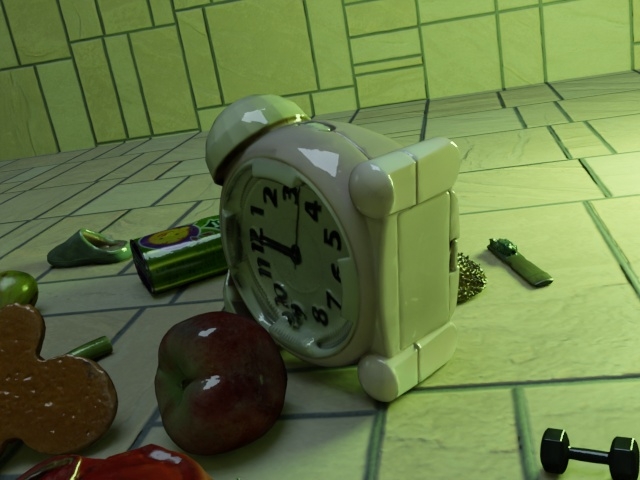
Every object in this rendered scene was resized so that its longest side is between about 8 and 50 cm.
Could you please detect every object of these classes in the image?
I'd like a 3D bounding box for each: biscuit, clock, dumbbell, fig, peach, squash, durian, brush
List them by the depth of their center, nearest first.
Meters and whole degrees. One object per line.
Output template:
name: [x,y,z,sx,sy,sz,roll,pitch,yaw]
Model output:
dumbbell: [0.239,0.192,0.640,0.083,0.040,0.036,0,-12,29]
peach: [-0.102,0.153,0.791,0.152,0.152,0.152,-9,18,3]
biscuit: [-0.394,0.172,0.837,0.323,0.206,0.049,8,-22,1]
clock: [0.000,0.000,0.884,0.325,0.342,0.184,16,25,39]
squash: [-0.345,0.166,1.040,0.083,0.028,0.027,-24,23,-37]
durian: [0.172,0.046,1.063,0.140,0.071,0.110,-8,18,23]
brush: [0.305,0.026,1.113,0.034,0.028,0.190,-13,19,-4]
fig: [-0.540,0.108,1.222,0.093,0.093,0.166,-10,19,1]

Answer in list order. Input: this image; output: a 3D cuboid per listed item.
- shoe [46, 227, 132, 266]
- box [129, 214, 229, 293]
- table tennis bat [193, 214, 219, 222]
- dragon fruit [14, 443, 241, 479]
shoe: [-0.489,0.008,1.511,0.195,0.078,0.079,0,21,17]
box: [-0.169,-0.004,1.339,0.345,0.097,0.134,-17,22,-21]
table tennis bat: [-0.195,-0.036,1.577,0.220,0.019,0.130,-4,20,22]
dragon fruit: [-0.120,0.246,0.465,0.233,0.234,0.293,6,-6,40]
